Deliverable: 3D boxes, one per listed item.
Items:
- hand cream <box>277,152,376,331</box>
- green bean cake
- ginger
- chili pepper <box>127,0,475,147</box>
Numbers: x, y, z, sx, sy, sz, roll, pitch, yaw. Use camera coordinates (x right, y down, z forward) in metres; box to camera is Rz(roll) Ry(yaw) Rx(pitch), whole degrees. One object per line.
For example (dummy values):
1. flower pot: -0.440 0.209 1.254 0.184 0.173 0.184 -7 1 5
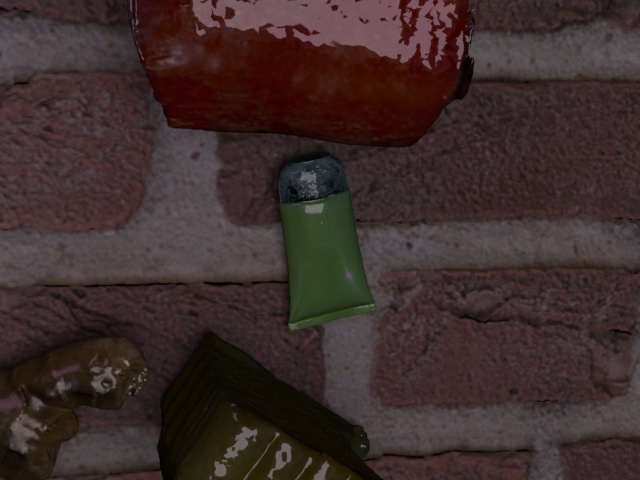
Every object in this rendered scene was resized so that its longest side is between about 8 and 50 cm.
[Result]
1. hand cream: 0.000 0.000 1.171 0.095 0.046 0.175 -13 110 -14
2. green bean cake: -0.040 0.216 1.100 0.233 0.236 0.124 35 93 -16
3. ginger: -0.331 0.156 1.089 0.333 0.081 0.148 3 104 -6
4. chili pepper: -0.028 -0.213 1.053 0.305 0.229 0.251 0 103 -5
